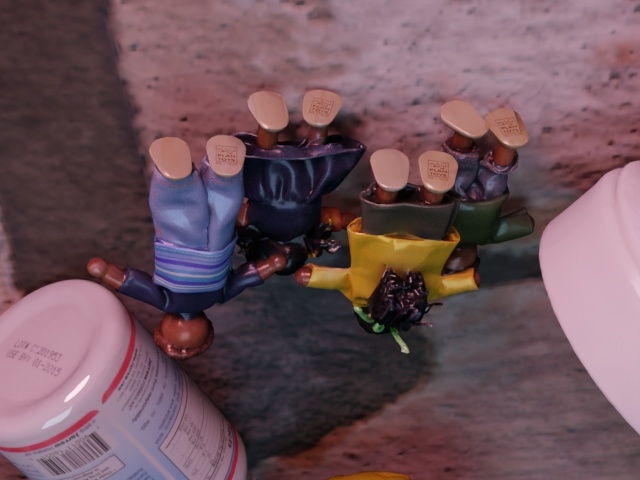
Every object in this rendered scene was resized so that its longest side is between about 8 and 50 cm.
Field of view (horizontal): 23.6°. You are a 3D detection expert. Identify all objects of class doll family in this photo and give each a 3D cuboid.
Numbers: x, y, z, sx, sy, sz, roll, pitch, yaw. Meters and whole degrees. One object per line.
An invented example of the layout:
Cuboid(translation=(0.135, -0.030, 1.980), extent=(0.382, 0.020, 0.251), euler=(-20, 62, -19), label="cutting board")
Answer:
Cuboid(translation=(0.000, 0.000, 0.656), extent=(0.193, 0.076, 0.111), euler=(7, 137, -5), label="doll family")

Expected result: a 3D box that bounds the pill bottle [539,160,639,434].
Cuboid(translation=(0.233, -0.032, 0.581), extent=(0.161, 0.161, 0.283), euler=(32, 123, -30), label="pill bottle")

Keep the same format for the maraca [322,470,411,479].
Cuboid(translation=(0.015, 0.174, 0.805), extent=(0.186, 0.099, 0.127), euler=(-4, 128, 33), label="maraca")

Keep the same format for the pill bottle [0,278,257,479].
Cuboid(translation=(-0.090, 0.098, 0.725), extent=(0.087, 0.087, 0.160), euler=(-23, 131, 15), label="pill bottle")
